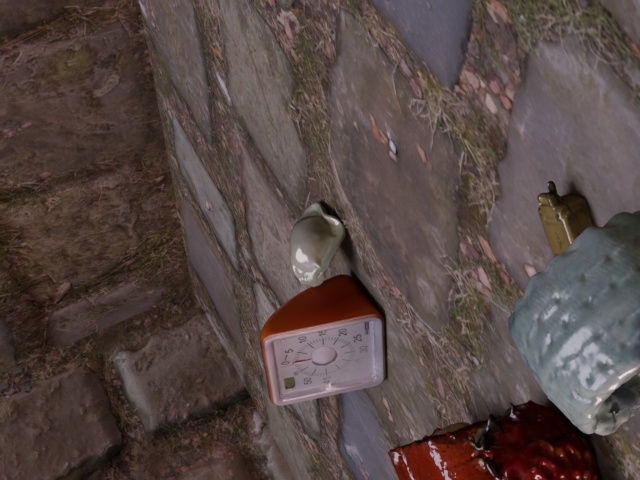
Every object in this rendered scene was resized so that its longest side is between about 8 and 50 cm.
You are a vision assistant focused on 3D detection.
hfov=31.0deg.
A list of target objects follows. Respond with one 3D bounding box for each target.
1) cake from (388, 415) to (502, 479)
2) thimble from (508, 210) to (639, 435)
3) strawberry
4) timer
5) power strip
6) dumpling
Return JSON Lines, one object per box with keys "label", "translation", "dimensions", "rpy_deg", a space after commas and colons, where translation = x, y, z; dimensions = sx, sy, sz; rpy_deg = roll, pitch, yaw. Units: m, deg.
{"label": "cake", "translation": [0.244, 0.385, 1.987], "dimensions": [0.150, 0.177, 0.283], "rpy_deg": [65, 159, 9]}
{"label": "thimble", "translation": [0.317, 0.091, 1.251], "dimensions": [0.172, 0.205, 0.250], "rpy_deg": [59, 157, 26]}
{"label": "strawberry", "translation": [0.341, 0.355, 1.686], "dimensions": [0.280, 0.150, 0.253], "rpy_deg": [57, -178, 26]}
{"label": "timer", "translation": [-0.007, 0.225, 2.446], "dimensions": [0.161, 0.250, 0.257], "rpy_deg": [55, 161, 37]}
{"label": "power strip", "translation": [0.340, 0.064, 1.451], "dimensions": [0.305, 0.044, 0.064], "rpy_deg": [68, 165, -11]}
{"label": "dumpling", "translation": [-0.001, -0.002, 2.398], "dimensions": [0.100, 0.169, 0.134], "rpy_deg": [38, 145, -25]}
